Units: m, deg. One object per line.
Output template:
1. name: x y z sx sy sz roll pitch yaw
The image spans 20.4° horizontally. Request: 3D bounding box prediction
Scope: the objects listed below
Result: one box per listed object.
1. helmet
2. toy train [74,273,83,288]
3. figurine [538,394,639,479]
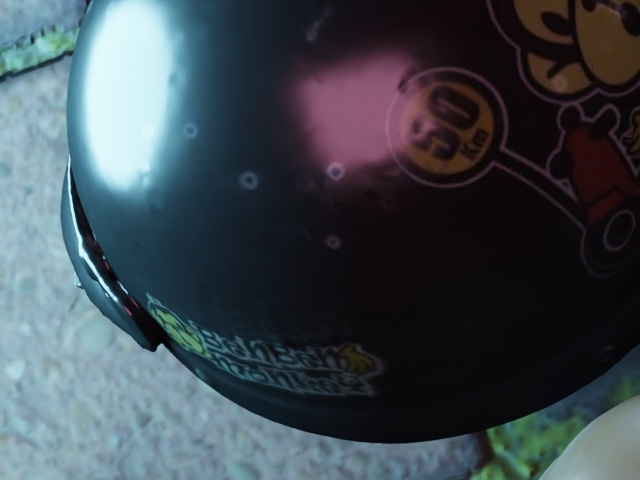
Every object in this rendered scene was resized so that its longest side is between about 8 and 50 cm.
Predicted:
1. helmet: 0.005 -0.062 0.645 0.279 0.160 0.230 14 66 26
2. toy train: 0.000 0.000 0.737 0.207 0.043 0.047 -5 77 19
3. figurine: 0.261 0.170 0.529 0.388 0.248 0.276 5 109 23
